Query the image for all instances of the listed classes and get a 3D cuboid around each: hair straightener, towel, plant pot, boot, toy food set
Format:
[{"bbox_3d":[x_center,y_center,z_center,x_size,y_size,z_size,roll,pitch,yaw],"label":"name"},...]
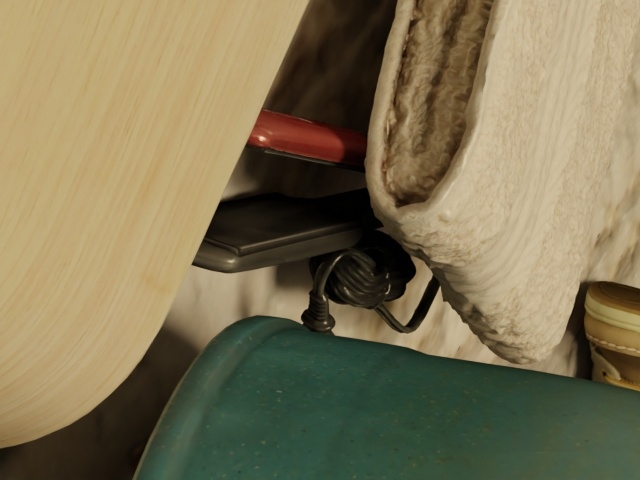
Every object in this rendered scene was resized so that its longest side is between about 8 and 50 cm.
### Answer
[{"bbox_3d":[0.000,0.000,0.670,0.230,0.047,0.089,-2,109,-69],"label":"hair straightener"},{"bbox_3d":[0.088,-0.106,0.708,0.187,0.049,0.282,46,55,-62],"label":"towel"},{"bbox_3d":[0.092,0.164,0.540,0.271,0.255,0.272,3,90,-74],"label":"plant pot"},{"bbox_3d":[0.178,0.113,1.070,0.165,0.077,0.213,-69,158,-1],"label":"boot"},{"bbox_3d":[-0.081,-0.125,0.372,0.220,0.092,0.306,38,70,-52],"label":"toy food set"}]
